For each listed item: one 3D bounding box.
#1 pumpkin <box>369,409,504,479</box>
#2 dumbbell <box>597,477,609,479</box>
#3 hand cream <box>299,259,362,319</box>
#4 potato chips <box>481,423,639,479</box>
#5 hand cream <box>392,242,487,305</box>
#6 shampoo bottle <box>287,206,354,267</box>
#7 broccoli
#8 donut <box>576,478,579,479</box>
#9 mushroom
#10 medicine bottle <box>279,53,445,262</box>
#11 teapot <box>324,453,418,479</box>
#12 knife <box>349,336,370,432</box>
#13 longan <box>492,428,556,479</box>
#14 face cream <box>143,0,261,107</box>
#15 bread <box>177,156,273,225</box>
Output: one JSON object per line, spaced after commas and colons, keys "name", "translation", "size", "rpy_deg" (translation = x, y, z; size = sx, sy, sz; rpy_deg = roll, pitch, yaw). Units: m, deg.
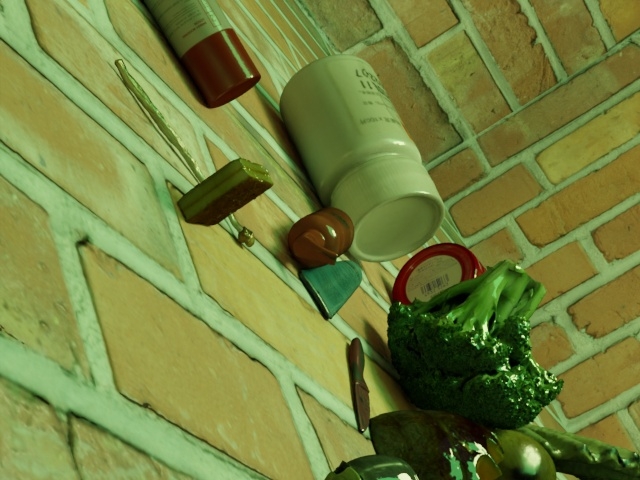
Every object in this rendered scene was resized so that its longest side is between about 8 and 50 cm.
{"name": "pumpkin", "translation": [0.158, 0.267, 1.506], "size": [0.149, 0.130, 0.254], "rpy_deg": [57, 12, -9]}
{"name": "dumbbell", "translation": [0.368, 0.465, 1.645], "size": [0.152, 0.218, 0.152], "rpy_deg": [56, 10, -14]}
{"name": "hand cream", "translation": [0.021, 0.068, 1.704], "size": [0.083, 0.048, 0.224], "rpy_deg": [58, 17, 3]}
{"name": "potato chips", "translation": [0.411, 0.365, 1.963], "size": [0.358, 0.070, 0.429], "rpy_deg": [22, -10, -19]}
{"name": "hand cream", "translation": [0.245, 0.110, 2.172], "size": [0.125, 0.193, 0.193], "rpy_deg": [47, 15, -38]}
{"name": "shampoo bottle", "translation": [-0.002, -0.001, 1.660], "size": [0.085, 0.085, 0.244], "rpy_deg": [58, 10, -2]}
{"name": "broccoli", "translation": [0.256, 0.171, 1.784], "size": [0.308, 0.275, 0.308], "rpy_deg": [36, -2, 1]}
{"name": "donut", "translation": [0.539, 0.640, 2.116], "size": [0.383, 0.142, 0.382], "rpy_deg": [55, 11, -17]}
{"name": "mushroom", "translation": [-0.168, -0.106, 1.389], "size": [0.026, 0.028, 0.286], "rpy_deg": [-44, 105, -36]}
{"name": "medicine bottle", "translation": [0.074, -0.158, 2.100], "size": [0.211, 0.211, 0.371], "rpy_deg": [43, 18, -54]}
{"name": "teapot", "translation": [0.050, 0.272, 1.123], "size": [0.090, 0.092, 0.124], "rpy_deg": [21, 29, -46]}
{"name": "knife", "translation": [0.054, 0.199, 1.538], "size": [0.035, 0.018, 0.247], "rpy_deg": [57, 13, -21]}
{"name": "longan", "translation": [0.282, 0.364, 1.733], "size": [0.154, 0.145, 0.176], "rpy_deg": [38, -8, -4]}
{"name": "face cream", "translation": [-0.184, -0.314, 1.692], "size": [0.214, 0.096, 0.096], "rpy_deg": [59, 11, 2]}
{"name": "bread", "translation": [-0.110, -0.055, 1.301], "size": [0.035, 0.094, 0.090], "rpy_deg": [59, 13, 11]}
